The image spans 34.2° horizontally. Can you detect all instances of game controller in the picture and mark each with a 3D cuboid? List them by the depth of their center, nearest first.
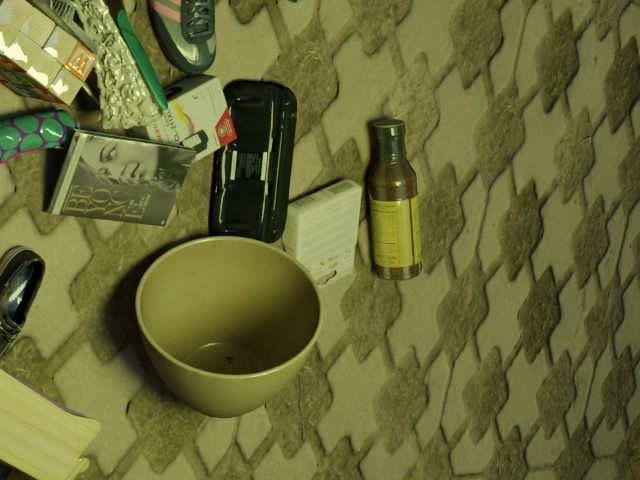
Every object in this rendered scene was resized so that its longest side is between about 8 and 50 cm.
[{"bbox_3d":[-0.129,-0.146,2.006,0.166,0.067,0.319,1,100,-29],"label":"game controller"}]

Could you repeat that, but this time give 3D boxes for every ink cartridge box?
[{"bbox_3d":[-0.251,-0.204,1.856,0.175,0.072,0.128,-35,124,-32],"label":"ink cartridge box"},{"bbox_3d":[0.000,0.000,2.177,0.181,0.056,0.225,-26,137,-36],"label":"ink cartridge box"}]

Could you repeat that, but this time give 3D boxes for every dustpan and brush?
[{"bbox_3d":[-0.424,-0.369,1.567,0.060,0.211,0.147,-58,156,-8],"label":"dustpan and brush"}]

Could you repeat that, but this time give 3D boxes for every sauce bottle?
[{"bbox_3d":[0.160,-0.088,2.246,0.111,0.111,0.345,-19,114,-38],"label":"sauce bottle"}]

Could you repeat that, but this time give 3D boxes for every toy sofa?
[{"bbox_3d":[-0.540,0.279,1.663,0.362,0.150,0.177,44,72,-40],"label":"toy sofa"}]

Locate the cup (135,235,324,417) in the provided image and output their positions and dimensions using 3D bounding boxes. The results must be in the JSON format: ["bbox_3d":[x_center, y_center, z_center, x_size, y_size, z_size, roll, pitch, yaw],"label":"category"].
[{"bbox_3d":[-0.171,0.189,1.906,0.331,0.331,0.237,-31,148,-33],"label":"cup"}]

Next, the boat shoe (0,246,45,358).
[{"bbox_3d":[-0.512,0.122,1.698,0.080,0.076,0.229,34,78,-43],"label":"boat shoe"}]

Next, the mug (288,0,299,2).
[{"bbox_3d":[-0.105,-0.501,1.895,0.129,0.097,0.158,-27,119,-36],"label":"mug"}]

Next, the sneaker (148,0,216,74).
[{"bbox_3d":[-0.225,-0.432,1.777,0.112,0.131,0.319,-32,121,-34],"label":"sneaker"}]

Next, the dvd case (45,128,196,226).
[{"bbox_3d":[-0.338,-0.102,1.767,0.221,0.018,0.165,7,124,-34],"label":"dvd case"}]

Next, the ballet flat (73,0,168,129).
[{"bbox_3d":[-0.371,-0.361,1.658,0.147,0.147,0.409,-31,112,-33],"label":"ballet flat"}]

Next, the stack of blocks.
[{"bbox_3d":[-0.496,-0.323,1.527,0.297,0.171,0.087,39,74,-41],"label":"stack of blocks"}]

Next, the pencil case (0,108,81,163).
[{"bbox_3d":[-0.466,-0.167,1.670,0.151,0.064,0.070,-18,88,-38],"label":"pencil case"}]
